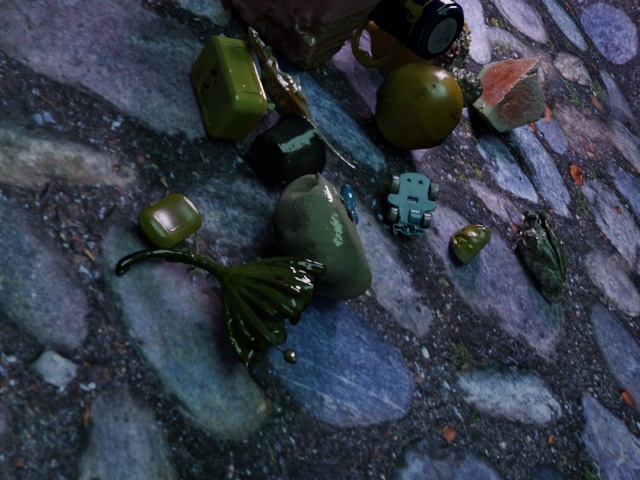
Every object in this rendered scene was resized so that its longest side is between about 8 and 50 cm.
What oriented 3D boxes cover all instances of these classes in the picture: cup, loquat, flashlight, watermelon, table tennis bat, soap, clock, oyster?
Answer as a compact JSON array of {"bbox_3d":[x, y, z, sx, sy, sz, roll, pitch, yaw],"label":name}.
[{"bbox_3d":[0.221,-0.570,2.132,0.179,0.254,0.256,-14,50,-42],"label":"cup"},{"bbox_3d":[0.254,-0.351,2.114,0.235,0.235,0.234,24,46,-28],"label":"loquat"},{"bbox_3d":[0.061,-0.080,1.868,0.051,0.051,0.129,24,44,-27],"label":"flashlight"},{"bbox_3d":[0.582,-0.463,2.525,0.310,0.232,0.193,-65,144,-64],"label":"watermelon"},{"bbox_3d":[0.187,-0.581,2.284,0.321,0.198,0.050,38,34,22],"label":"table tennis bat"},{"bbox_3d":[-0.283,-0.036,1.522,0.089,0.045,0.140,48,40,2],"label":"soap"},{"bbox_3d":[-0.199,-0.329,1.750,0.096,0.143,0.202,-1,60,-35],"label":"clock"},{"bbox_3d":[0.626,0.031,2.266,0.198,0.112,0.267,53,26,-30],"label":"oyster"}]

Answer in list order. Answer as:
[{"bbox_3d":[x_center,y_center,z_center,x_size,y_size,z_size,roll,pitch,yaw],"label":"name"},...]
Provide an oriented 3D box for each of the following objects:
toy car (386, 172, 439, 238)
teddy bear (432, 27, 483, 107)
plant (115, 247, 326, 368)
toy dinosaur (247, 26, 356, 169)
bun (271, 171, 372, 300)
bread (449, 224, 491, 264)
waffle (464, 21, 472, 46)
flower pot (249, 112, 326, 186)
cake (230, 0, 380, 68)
[{"bbox_3d":[0.220,-0.082,2.000,0.126,0.098,0.161,8,81,-6],"label":"toy car"},{"bbox_3d":[0.368,-0.591,2.429,0.357,0.225,0.367,61,36,-16],"label":"teddy bear"},{"bbox_3d":[-0.153,0.060,1.456,0.333,0.180,0.251,44,43,-8],"label":"plant"},{"bbox_3d":[-0.056,-0.308,1.846,0.392,0.092,0.205,59,3,-9],"label":"toy dinosaur"},{"bbox_3d":[0.000,-0.001,1.651,0.272,0.168,0.273,62,5,-9],"label":"bun"},{"bbox_3d":[0.391,0.000,2.076,0.157,0.094,0.083,-36,91,-42],"label":"bread"},{"bbox_3d":[0.415,-0.735,2.698,0.229,0.051,0.231,30,43,-22],"label":"waffle"},{"bbox_3d":[-0.078,-0.187,1.756,0.107,0.157,0.157,-32,84,-37],"label":"flower pot"},{"bbox_3d":[-0.031,-0.634,2.015,0.314,0.307,0.293,51,41,2],"label":"cake"}]
